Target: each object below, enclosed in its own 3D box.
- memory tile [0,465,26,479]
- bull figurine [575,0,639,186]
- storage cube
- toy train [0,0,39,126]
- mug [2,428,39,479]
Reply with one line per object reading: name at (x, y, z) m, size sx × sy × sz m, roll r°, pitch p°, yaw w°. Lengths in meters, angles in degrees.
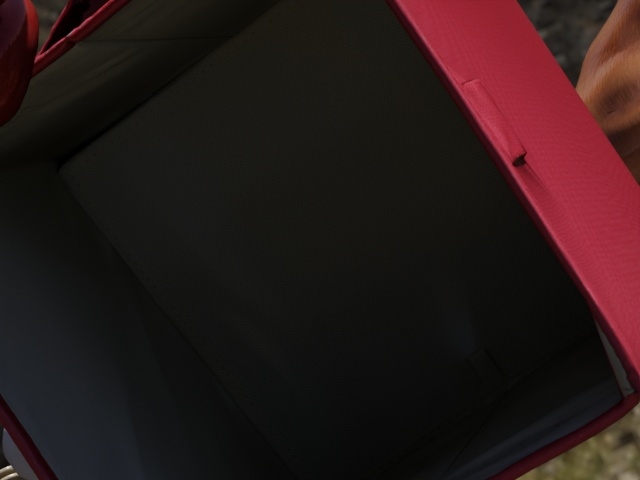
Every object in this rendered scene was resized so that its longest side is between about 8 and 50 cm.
memory tile at (-0.191, 0.193, 1.327) m, size 0.148 × 0.012 × 0.113 m, roll 5°, pitch -51°, yaw -52°
bull figurine at (0.213, -0.132, 0.907) m, size 0.188 × 0.101 × 0.310 m, roll 18°, pitch 85°, yaw 48°
storage cube at (0.000, 0.000, 0.672) m, size 0.184 × 0.215 × 0.193 m, roll -35°, pitch -3°, yaw 18°
toy train at (-0.113, -0.095, 0.511) m, size 0.248 × 0.105 × 0.143 m, roll -97°, pitch 27°, yaw -47°
mug at (-0.111, 0.094, 0.916) m, size 0.064 × 0.062 × 0.078 m, roll 11°, pitch -4°, yaw 11°
